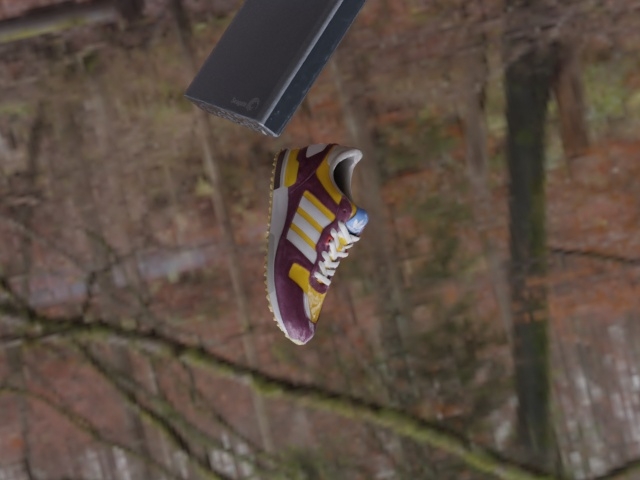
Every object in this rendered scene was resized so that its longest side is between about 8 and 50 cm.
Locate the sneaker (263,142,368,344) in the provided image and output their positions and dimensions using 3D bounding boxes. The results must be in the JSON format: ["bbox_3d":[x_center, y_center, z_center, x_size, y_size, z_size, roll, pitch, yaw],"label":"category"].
[{"bbox_3d":[0.000,0.000,1.258,0.084,0.185,0.069,-5,165,19],"label":"sneaker"}]

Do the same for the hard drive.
[{"bbox_3d":[-0.019,-0.130,0.845,0.022,0.135,0.094,36,173,-37],"label":"hard drive"}]
